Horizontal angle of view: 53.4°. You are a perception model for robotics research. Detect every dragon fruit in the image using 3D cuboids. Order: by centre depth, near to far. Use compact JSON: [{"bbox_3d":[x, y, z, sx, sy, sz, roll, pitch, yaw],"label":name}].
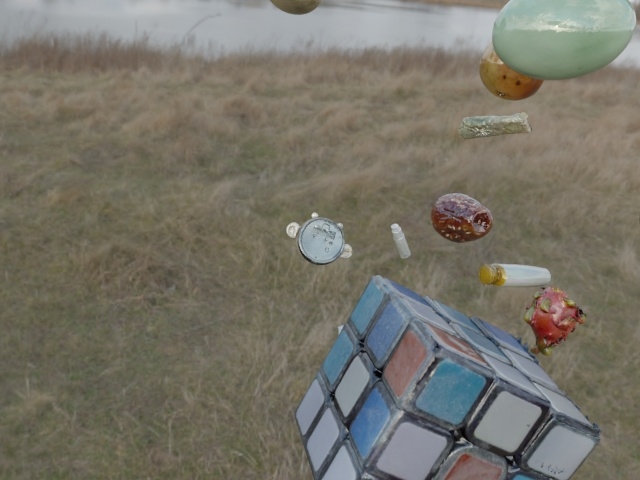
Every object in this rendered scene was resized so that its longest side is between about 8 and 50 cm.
[{"bbox_3d":[0.582,0.207,1.608,0.150,0.208,0.133,-4,33,-29],"label":"dragon fruit"}]

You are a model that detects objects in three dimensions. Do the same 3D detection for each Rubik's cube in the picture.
[{"bbox_3d":[0.195,0.317,1.138,0.359,0.363,0.362,28,13,-20],"label":"Rubik's cube"}]

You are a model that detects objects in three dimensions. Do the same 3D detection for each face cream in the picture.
[{"bbox_3d":[0.439,0.079,1.434,0.182,0.051,0.072,4,14,-30],"label":"face cream"},{"bbox_3d":[0.238,0.000,1.902,0.034,0.130,0.034,-14,44,14],"label":"face cream"}]

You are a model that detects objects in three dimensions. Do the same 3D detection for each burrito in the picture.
[{"bbox_3d":[0.412,-0.272,1.512,0.171,0.051,0.042,3,21,37],"label":"burrito"}]

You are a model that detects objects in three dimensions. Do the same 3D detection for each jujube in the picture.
[{"bbox_3d":[0.503,-0.075,2.252,0.190,0.190,0.255,-1,11,-15],"label":"jujube"}]

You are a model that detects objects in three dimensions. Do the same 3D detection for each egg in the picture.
[{"bbox_3d":[0.503,-0.438,1.326,0.282,0.203,0.203,-5,20,9],"label":"egg"}]

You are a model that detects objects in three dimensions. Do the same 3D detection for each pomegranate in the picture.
[{"bbox_3d":[0.520,-0.472,1.709,0.191,0.191,0.191,5,21,-2],"label":"pomegranate"}]

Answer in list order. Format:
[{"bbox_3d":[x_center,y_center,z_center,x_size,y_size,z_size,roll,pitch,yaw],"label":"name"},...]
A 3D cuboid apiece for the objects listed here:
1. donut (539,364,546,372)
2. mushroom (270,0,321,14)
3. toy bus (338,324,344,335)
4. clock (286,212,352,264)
[{"bbox_3d":[0.353,0.397,1.505,0.435,0.378,0.163,3,-15,-13],"label":"donut"},{"bbox_3d":[-0.059,-0.632,1.494,0.209,0.206,0.206,-24,30,-14],"label":"mushroom"},{"bbox_3d":[0.154,0.313,2.138,0.190,0.075,0.064,0,-10,20],"label":"toy bus"},{"bbox_3d":[0.000,0.000,2.039,0.229,0.155,0.063,24,0,-11],"label":"clock"}]
